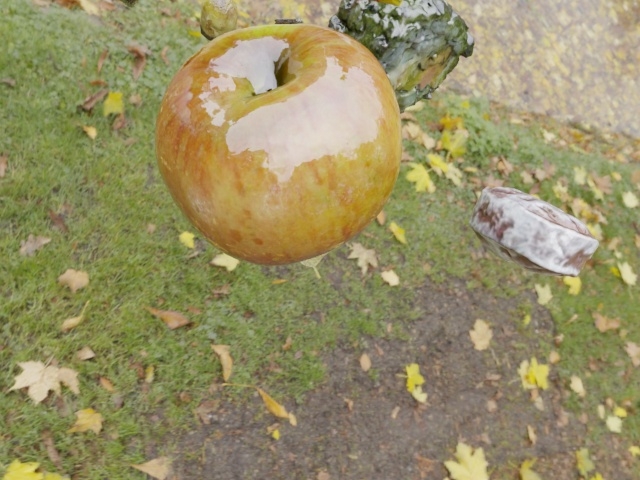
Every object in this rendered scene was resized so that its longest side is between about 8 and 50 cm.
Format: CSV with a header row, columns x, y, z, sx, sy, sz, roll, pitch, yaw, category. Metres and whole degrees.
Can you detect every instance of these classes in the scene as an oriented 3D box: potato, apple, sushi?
x,y,z,sx,sy,sz,roll,pitch,yaw,category
-0.244,-0.538,1.419,0.096,0.103,0.066,-11,67,-9,potato
-0.060,-0.147,0.953,0.400,0.333,0.400,-4,53,6,apple
0.153,-0.405,1.278,0.178,0.294,0.352,48,25,20,sushi

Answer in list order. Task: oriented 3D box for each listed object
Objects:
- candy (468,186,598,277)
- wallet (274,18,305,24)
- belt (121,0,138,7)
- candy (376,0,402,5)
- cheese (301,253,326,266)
x,y,z,sx,sy,sz,roll,pitch,yaw,category
0.460,-0.016,1.312,0.214,0.289,0.157,12,107,-36,candy
-0.050,-0.634,1.926,0.232,0.122,0.031,38,73,-50,wallet
-0.490,-0.641,1.394,0.184,0.289,0.164,38,93,-26,belt
0.036,-0.473,0.928,0.088,0.276,0.146,15,105,-50,candy
0.000,0.000,1.766,0.094,0.167,0.123,24,59,-10,cheese
